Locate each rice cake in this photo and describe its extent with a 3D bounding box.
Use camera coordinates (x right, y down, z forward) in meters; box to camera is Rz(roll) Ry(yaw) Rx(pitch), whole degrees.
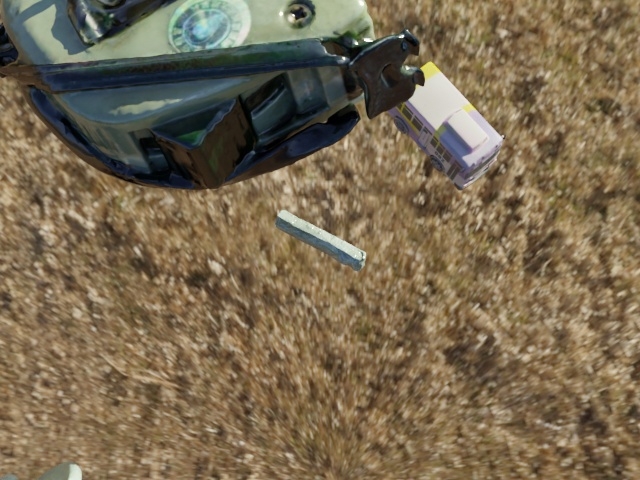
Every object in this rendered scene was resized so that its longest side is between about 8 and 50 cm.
[{"bbox_3d":[0.000,0.000,1.235,0.121,0.022,0.021,28,49,18],"label":"rice cake"}]

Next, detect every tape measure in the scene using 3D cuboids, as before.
[{"bbox_3d":[-0.087,-0.125,0.657,0.207,0.115,0.235,-35,62,-10],"label":"tape measure"}]

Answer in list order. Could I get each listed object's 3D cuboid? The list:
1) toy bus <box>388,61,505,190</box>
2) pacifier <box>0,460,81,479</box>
[{"bbox_3d":[0.109,-0.100,0.913,0.052,0.058,0.102,-39,80,-15],"label":"toy bus"},{"bbox_3d":[-0.302,0.367,0.966,0.343,0.288,0.269,-44,104,0],"label":"pacifier"}]
